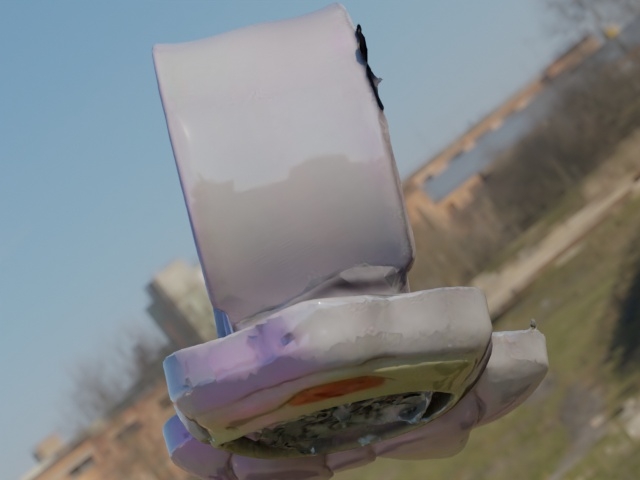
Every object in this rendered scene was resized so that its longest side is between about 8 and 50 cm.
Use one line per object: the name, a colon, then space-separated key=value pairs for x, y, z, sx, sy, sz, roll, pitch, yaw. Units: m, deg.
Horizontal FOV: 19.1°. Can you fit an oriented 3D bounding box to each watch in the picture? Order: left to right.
watch: x=0.000 y=0.000 z=0.990 sx=0.211 sy=0.217 sz=0.248 roll=-13 pitch=-18 yaw=0
